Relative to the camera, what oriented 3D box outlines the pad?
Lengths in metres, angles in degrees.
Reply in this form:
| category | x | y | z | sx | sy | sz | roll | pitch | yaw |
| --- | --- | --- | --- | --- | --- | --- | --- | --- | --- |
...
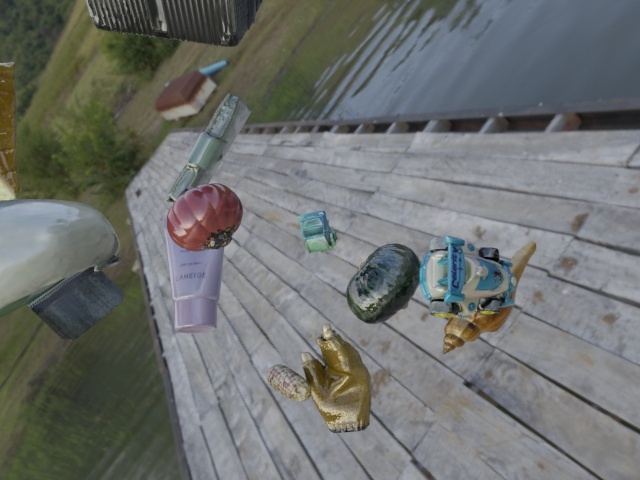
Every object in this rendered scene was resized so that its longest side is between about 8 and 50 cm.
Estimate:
| category | x | y | z | sx | sy | sz | roll | pitch | yaw |
| --- | --- | --- | --- | --- | --- | --- | --- | --- | --- |
| pad | -0.513 | 0.031 | 1.236 | 0.323 | 0.250 | 0.055 | -47 | -4 | -21 |

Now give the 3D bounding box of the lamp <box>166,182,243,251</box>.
| category | x | y | z | sx | sy | sz | roll | pitch | yaw |
| --- | --- | --- | --- | --- | --- | --- | --- | --- | --- |
| lamp | -0.158 | -0.031 | 0.765 | 0.107 | 0.092 | 0.107 | -34 | -16 | -11 |

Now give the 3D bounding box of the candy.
| category | x | y | z | sx | sy | sz | roll | pitch | yaw |
| --- | --- | --- | --- | --- | --- | --- | --- | --- | --- |
| candy | -0.507 | 0.035 | 0.857 | 0.426 | 0.186 | 0.386 | -11 | 14 | 32 |

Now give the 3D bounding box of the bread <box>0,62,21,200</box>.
| category | x | y | z | sx | sy | sz | roll | pitch | yaw |
| --- | --- | --- | --- | --- | --- | --- | --- | --- | --- |
| bread | -0.792 | -0.205 | 1.326 | 0.233 | 0.362 | 0.245 | -28 | 5 | 26 |

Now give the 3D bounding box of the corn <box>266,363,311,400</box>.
| category | x | y | z | sx | sy | sz | roll | pitch | yaw |
| --- | --- | --- | --- | --- | --- | --- | --- | --- | --- |
| corn | -0.102 | 0.452 | 1.774 | 0.086 | 0.086 | 0.253 | -57 | 20 | -13 |

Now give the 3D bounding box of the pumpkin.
| category | x | y | z | sx | sy | sz | roll | pitch | yaw |
| --- | --- | --- | --- | --- | --- | --- | --- | --- | --- |
| pumpkin | 0.154 | 0.107 | 1.339 | 0.212 | 0.152 | 0.211 | -47 | -9 | -10 |

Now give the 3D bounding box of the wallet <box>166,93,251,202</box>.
| category | x | y | z | sx | sy | sz | roll | pitch | yaw |
| --- | --- | --- | --- | --- | --- | --- | --- | --- | --- |
| wallet | -0.315 | -0.251 | 1.605 | 0.360 | 0.083 | 0.252 | -59 | 5 | 3 |

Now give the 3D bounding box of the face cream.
| category | x | y | z | sx | sy | sz | roll | pitch | yaw |
| --- | --- | --- | --- | --- | --- | --- | --- | --- | --- |
| face cream | -0.275 | 0.063 | 1.238 | 0.154 | 0.096 | 0.274 | -8 | 71 | 9 |

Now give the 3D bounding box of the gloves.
| category | x | y | z | sx | sy | sz | roll | pitch | yaw |
| --- | --- | --- | --- | --- | --- | --- | --- | --- | --- |
| gloves | 0.058 | 0.439 | 1.780 | 0.203 | 0.357 | 0.155 | -13 | 2 | 24 |

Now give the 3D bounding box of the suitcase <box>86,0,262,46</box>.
| category | x | y | z | sx | sy | sz | roll | pitch | yaw |
| --- | --- | --- | --- | --- | --- | --- | --- | --- | --- |
| suitcase | -0.198 | -0.422 | 0.682 | 0.335 | 0.229 | 0.152 | 93 | -170 | -49 |

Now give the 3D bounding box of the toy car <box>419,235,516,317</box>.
| category | x | y | z | sx | sy | sz | roll | pitch | yaw |
| --- | --- | --- | --- | --- | --- | --- | --- | --- | --- |
| toy car | 0.240 | 0.058 | 0.860 | 0.098 | 0.161 | 0.126 | 134 | 143 | -73 |

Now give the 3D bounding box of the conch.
| category | x | y | z | sx | sy | sz | roll | pitch | yaw |
| --- | --- | --- | --- | --- | --- | --- | --- | --- | --- |
| conch | 0.363 | 0.118 | 1.172 | 0.330 | 0.109 | 0.093 | -44 | -12 | -11 |

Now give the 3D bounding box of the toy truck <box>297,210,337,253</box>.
| category | x | y | z | sx | sy | sz | roll | pitch | yaw |
| --- | --- | --- | --- | --- | --- | --- | --- | --- | --- |
| toy truck | 0.000 | 0.000 | 1.269 | 0.067 | 0.175 | 0.081 | -12 | 67 | 7 |
